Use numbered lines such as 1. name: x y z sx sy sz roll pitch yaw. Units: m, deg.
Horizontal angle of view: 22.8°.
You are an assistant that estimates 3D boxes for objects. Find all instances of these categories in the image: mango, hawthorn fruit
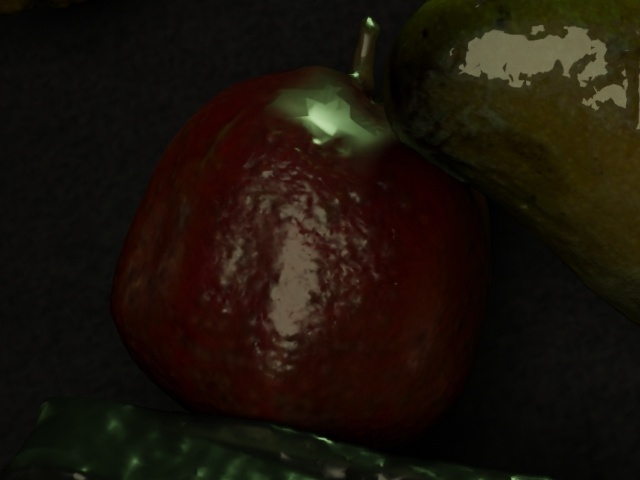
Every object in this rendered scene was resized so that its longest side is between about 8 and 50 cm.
1. mango: 0.197 -0.047 0.813 0.329 0.175 0.176 34 73 -7
2. hawthorn fruit: 0.000 0.000 0.878 0.215 0.215 0.249 20 92 15

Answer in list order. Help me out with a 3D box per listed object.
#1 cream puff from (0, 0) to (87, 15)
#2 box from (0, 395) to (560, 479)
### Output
1. cream puff: -0.201 -0.248 0.936 0.244 0.196 0.244 0 89 18
2. box: -0.004 0.258 0.849 0.350 0.091 0.359 9 124 19
